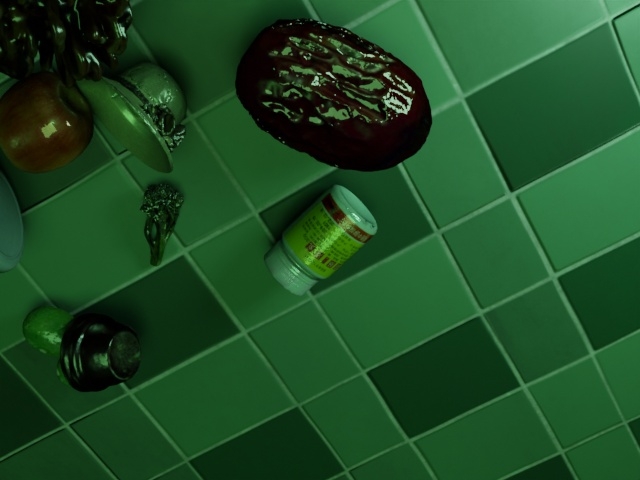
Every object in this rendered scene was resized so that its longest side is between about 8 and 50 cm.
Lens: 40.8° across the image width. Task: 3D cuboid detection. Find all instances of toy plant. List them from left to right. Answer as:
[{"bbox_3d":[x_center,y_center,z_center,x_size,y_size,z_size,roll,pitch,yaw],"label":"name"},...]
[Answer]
[{"bbox_3d":[-0.525,0.239,1.892,0.235,0.175,0.218,-1,127,24],"label":"toy plant"}]

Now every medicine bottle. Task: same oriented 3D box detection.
[{"bbox_3d":[0.000,0.000,1.820,0.139,0.139,0.225,40,108,-22],"label":"medicine bottle"}]

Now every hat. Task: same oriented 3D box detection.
[{"bbox_3d":[-0.334,-0.265,1.647,0.130,0.257,0.257,-47,116,-17],"label":"hat"}]

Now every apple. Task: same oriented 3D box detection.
[{"bbox_3d":[-0.531,-0.220,1.649,0.199,0.199,0.199,-2,117,-4],"label":"apple"}]

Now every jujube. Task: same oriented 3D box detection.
[{"bbox_3d":[0.027,-0.273,1.638,0.377,0.258,0.258,27,112,-11],"label":"jujube"}]

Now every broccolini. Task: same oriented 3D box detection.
[{"bbox_3d":[-0.334,-0.025,1.821,0.091,0.068,0.202,-7,120,-23],"label":"broccolini"}]

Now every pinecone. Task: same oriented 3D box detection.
[{"bbox_3d":[-0.469,-0.452,1.389,0.398,0.397,0.397,-2,117,-4],"label":"pinecone"}]

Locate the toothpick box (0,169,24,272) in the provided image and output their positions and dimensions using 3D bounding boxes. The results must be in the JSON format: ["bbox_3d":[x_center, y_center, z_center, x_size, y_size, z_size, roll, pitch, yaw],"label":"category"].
[{"bbox_3d":[-0.798,-0.026,1.697,0.355,0.263,0.263,-14,117,3],"label":"toothpick box"}]
